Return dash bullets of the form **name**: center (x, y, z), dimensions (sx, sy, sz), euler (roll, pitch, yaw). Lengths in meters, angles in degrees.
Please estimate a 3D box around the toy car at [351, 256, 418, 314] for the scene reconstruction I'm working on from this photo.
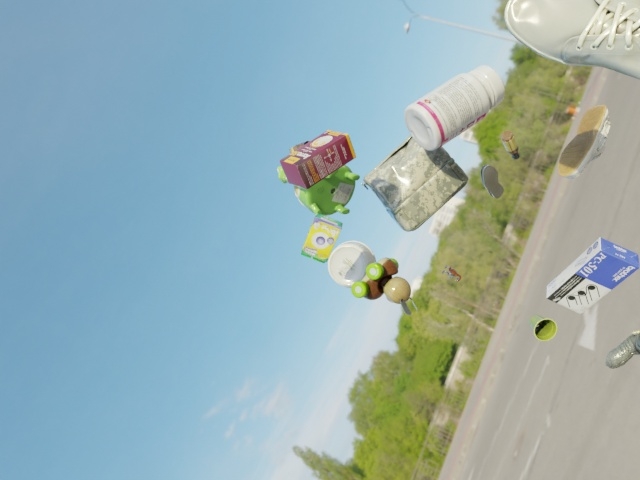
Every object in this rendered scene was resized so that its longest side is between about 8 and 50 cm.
- **toy car**: center (0.217, 0.159, 1.705), dimensions (0.149, 0.188, 0.155), euler (-53, -20, 22)

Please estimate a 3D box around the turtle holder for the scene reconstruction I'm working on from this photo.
- **turtle holder**: center (-0.020, -0.228, 2.321), dimensions (0.320, 0.227, 0.244), euler (-23, -49, -27)

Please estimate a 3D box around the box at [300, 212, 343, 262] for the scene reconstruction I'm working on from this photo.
- **box**: center (0.000, 0.000, 2.008), dimensions (0.043, 0.105, 0.179), euler (-74, 6, -61)

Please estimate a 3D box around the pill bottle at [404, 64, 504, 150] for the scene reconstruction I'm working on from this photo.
- **pill bottle**: center (0.414, -0.412, 1.715), dimensions (0.283, 0.160, 0.160), euler (-34, -26, -11)

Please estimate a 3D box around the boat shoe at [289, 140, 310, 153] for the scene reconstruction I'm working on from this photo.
- **boat shoe**: center (-0.045, -0.313, 1.938), dimensions (0.060, 0.064, 0.178), euler (-30, 0, 23)

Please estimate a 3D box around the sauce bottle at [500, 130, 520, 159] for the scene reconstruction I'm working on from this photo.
- **sauce bottle**: center (0.629, -0.312, 1.838), dimensions (0.128, 0.042, 0.042), euler (43, -112, -50)

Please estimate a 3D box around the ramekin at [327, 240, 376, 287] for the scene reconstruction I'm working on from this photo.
- **ramekin**: center (0.129, 0.104, 2.368), dimensions (0.109, 0.207, 0.207), euler (-1, -68, -74)

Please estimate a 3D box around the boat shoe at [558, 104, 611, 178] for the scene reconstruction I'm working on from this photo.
- **boat shoe**: center (0.824, -0.286, 1.706), dimensions (0.096, 0.098, 0.277), euler (41, -107, -25)

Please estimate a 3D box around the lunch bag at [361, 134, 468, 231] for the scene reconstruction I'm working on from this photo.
- **lunch bag**: center (0.330, -0.218, 1.967), dimensions (0.305, 0.256, 0.212), euler (-41, 5, 5)

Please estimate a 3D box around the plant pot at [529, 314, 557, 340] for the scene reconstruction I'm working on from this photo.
- **plant pot**: center (0.769, 0.297, 1.948), dimensions (0.079, 0.083, 0.083), euler (-110, 37, -75)

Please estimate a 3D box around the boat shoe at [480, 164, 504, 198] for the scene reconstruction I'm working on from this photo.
- **boat shoe**: center (0.677, -0.242, 2.246), dimensions (0.075, 0.065, 0.206), euler (-46, -43, 1)

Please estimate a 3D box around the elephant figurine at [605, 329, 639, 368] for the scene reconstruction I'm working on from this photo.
- **elephant figurine**: center (0.721, 0.188, 1.121), dimensions (0.239, 0.169, 0.186), euler (-43, -40, -7)

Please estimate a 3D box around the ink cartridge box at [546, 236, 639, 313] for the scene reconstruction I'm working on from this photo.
- **ink cartridge box**: center (0.631, 0.087, 1.304), dimensions (0.207, 0.097, 0.046), euler (116, 178, -49)

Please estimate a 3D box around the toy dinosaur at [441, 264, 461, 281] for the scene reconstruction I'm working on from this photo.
- **toy dinosaur**: center (0.482, 0.124, 2.025), dimensions (0.090, 0.082, 0.047), euler (-174, 108, -81)

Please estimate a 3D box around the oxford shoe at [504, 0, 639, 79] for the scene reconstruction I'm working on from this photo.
- **oxford shoe**: center (0.573, -0.406, 1.081), dimensions (0.130, 0.449, 0.169), euler (-6, -55, -63)

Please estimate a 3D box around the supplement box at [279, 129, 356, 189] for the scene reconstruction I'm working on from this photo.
- **supplement box**: center (-0.007, -0.234, 1.594), dimensions (0.188, 0.104, 0.081), euler (-35, -58, -20)
